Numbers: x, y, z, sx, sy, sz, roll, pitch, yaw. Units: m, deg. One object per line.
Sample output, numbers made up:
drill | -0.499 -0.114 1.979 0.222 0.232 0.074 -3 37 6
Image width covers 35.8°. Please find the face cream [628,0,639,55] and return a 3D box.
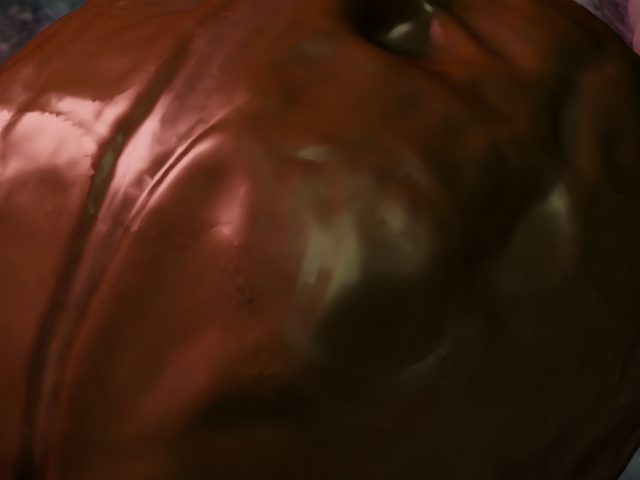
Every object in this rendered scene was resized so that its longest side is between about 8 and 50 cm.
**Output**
face cream | 0.327 -0.161 0.794 0.145 0.145 0.370 -8 62 -19

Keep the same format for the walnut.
walnut | 0.000 0.000 0.500 0.354 0.308 0.398 26 42 12
